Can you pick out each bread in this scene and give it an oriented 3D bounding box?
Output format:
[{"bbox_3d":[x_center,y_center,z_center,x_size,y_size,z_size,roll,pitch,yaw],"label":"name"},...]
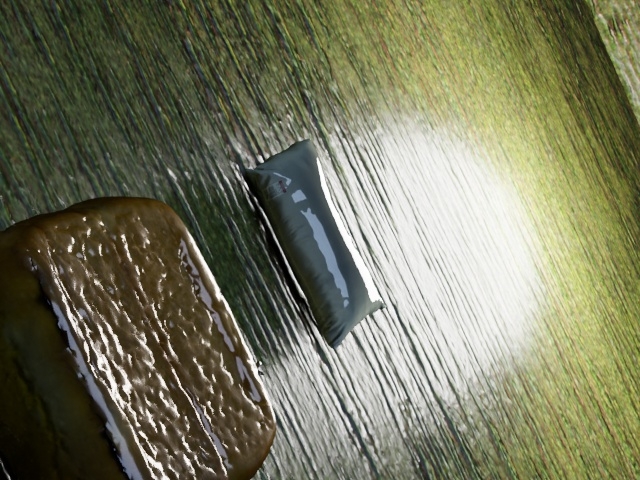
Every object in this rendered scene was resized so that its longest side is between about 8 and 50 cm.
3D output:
[{"bbox_3d":[-0.204,0.128,1.700,0.337,0.148,0.328,63,25,-2],"label":"bread"}]

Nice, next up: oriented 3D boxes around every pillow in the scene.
[{"bbox_3d":[0.001,0.000,2.183,0.144,0.078,0.254,-29,94,-60],"label":"pillow"}]
